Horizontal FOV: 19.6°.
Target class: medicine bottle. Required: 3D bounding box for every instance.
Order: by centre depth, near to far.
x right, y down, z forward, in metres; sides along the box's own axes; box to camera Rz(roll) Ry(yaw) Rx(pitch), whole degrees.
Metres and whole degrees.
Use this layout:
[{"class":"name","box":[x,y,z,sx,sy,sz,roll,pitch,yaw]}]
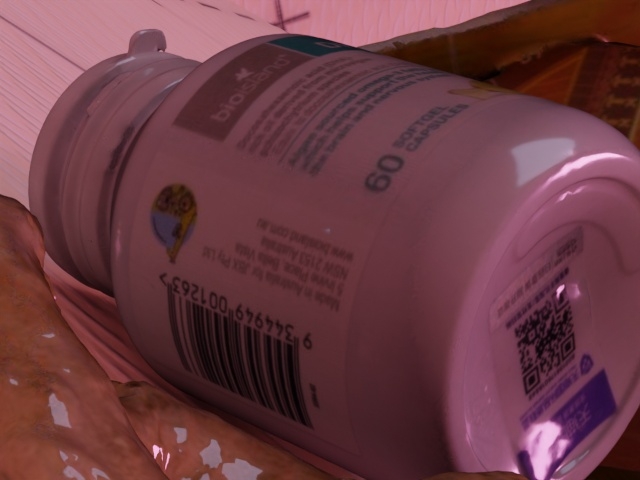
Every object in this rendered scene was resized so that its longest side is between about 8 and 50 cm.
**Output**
[{"class":"medicine bottle","box":[0.000,0.000,0.636,0.215,0.135,0.135,21,0,40]}]

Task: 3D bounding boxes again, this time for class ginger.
[{"class":"ginger","box":[0.001,0.085,0.466,0.258,0.065,0.149,35,20,-17]}]

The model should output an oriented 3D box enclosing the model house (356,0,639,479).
[{"class":"model house","box":[0.162,-0.013,0.830,0.323,0.340,0.300,7,-44,19]}]
